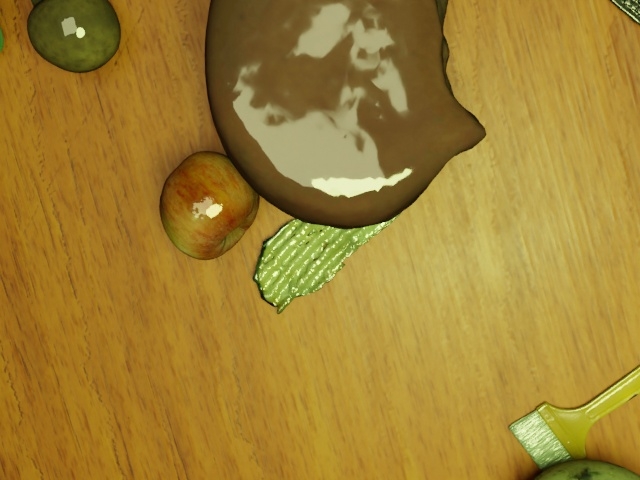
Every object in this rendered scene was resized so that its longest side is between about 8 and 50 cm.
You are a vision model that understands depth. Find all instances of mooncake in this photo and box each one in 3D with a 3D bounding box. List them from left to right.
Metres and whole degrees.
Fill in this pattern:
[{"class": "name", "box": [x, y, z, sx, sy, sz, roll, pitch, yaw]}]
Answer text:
[{"class": "mooncake", "box": [0.029, -0.192, 0.758, 0.334, 0.174, 0.326, -40, 88, -1]}]

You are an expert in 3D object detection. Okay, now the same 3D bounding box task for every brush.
[{"class": "brush", "box": [0.336, 0.203, 0.844, 0.205, 0.011, 0.083, -37, 89, 8]}]

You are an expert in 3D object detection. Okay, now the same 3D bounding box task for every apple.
[{"class": "apple", "box": [-0.133, -0.042, 0.820, 0.102, 0.126, 0.126, 40, 98, 8]}]

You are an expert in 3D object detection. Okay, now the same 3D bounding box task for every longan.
[{"class": "longan", "box": [-0.297, -0.258, 0.830, 0.106, 0.106, 0.119, -34, 98, 8]}]

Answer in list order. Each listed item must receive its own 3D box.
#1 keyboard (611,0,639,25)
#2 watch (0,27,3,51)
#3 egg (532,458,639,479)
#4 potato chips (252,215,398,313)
[{"class": "keyboard", "box": [0.360, -0.298, 0.793, 0.196, 0.015, 0.074, 42, 98, 1]}, {"class": "watch", "box": [-0.474, -0.265, 0.825, 0.165, 0.152, 0.131, -24, 95, 7]}, {"class": "egg", "box": [0.325, 0.343, 0.778, 0.228, 0.177, 0.177, 21, 98, -12]}, {"class": "potato chips", "box": [0.000, 0.000, 0.855, 0.207, 0.028, 0.092, -41, 91, 10]}]
